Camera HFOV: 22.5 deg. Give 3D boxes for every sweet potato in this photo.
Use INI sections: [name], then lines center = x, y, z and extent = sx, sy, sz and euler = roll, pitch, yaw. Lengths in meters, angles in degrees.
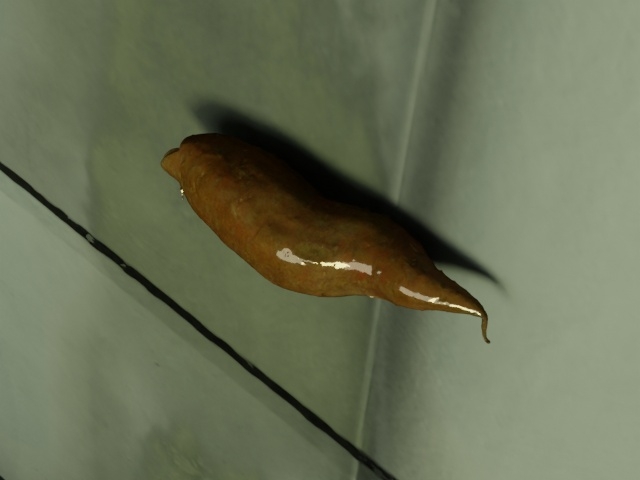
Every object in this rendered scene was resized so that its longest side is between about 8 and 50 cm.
[sweet potato]
center = 0.000, 0.000, 0.745
extent = 0.195, 0.056, 0.056
euler = 26, 144, 27
